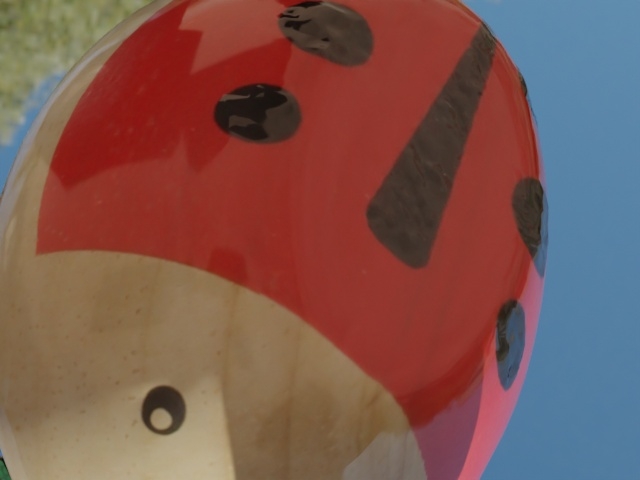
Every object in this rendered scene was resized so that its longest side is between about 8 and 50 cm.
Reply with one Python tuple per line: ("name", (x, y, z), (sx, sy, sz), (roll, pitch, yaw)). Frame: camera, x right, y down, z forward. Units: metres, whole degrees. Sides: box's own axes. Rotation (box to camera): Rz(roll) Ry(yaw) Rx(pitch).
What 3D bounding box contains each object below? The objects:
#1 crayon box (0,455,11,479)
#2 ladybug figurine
("crayon box", (-0.308, 0.224, 1.071), (0.278, 0.165, 0.081), (-24, -90, -52))
("ladybug figurine", (0.000, 0.000, 0.984), (0.305, 0.162, 0.449), (40, -137, -18))
